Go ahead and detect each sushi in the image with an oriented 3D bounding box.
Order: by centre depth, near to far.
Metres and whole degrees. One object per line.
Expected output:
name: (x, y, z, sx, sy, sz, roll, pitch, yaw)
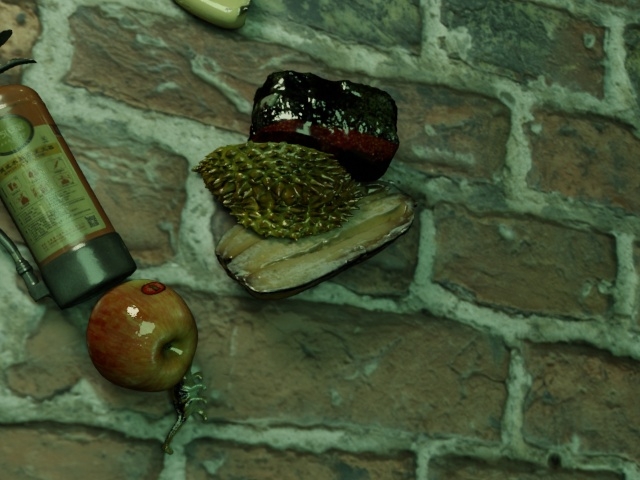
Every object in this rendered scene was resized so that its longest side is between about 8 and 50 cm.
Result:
sushi: (0.007, -0.176, 1.268, 0.225, 0.136, 0.126, 14, 68, -15)

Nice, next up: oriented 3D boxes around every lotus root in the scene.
lotus root: (0.001, 0.000, 1.253, 0.330, 0.078, 0.167, -22, 54, -26)

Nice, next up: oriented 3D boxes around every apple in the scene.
apple: (-0.233, 0.128, 1.102, 0.131, 0.146, 0.146, 16, 65, 30)

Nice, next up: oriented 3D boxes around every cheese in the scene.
cheese: (-0.226, -0.423, 1.297, 0.256, 0.050, 0.127, 18, 71, -15)

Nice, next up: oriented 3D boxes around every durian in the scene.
durian: (-0.063, -0.088, 1.211, 0.252, 0.139, 0.144, -4, 115, -4)

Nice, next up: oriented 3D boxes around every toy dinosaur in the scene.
toy dinosaur: (-0.180, 0.208, 1.163, 0.058, 0.037, 0.180, 11, 74, -22)

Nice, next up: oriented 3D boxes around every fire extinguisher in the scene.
fire extinguisher: (-0.412, -0.082, 1.111, 0.200, 0.113, 0.375, -27, 87, -23)
